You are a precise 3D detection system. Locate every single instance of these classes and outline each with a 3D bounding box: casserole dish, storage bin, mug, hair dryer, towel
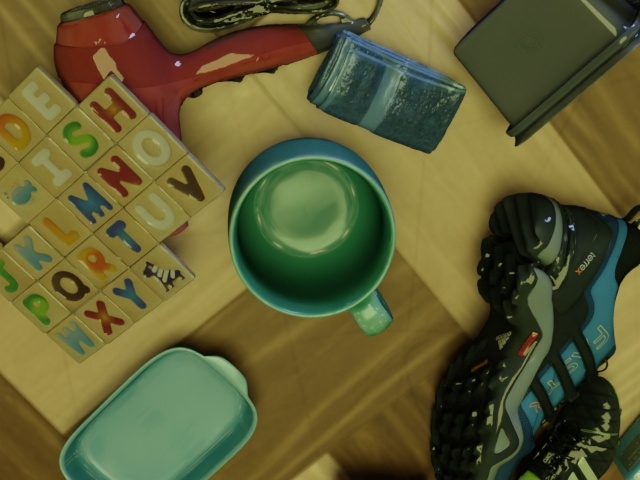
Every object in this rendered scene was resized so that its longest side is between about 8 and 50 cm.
[{"bbox_3d":[-0.140,0.166,0.937,0.188,0.037,0.114,-43,105,10],"label":"casserole dish"},{"bbox_3d":[0.175,-0.157,0.828,0.091,0.098,0.135,46,125,-5],"label":"storage bin"},{"bbox_3d":[-0.009,-0.004,0.860,0.129,0.097,0.158,-3,109,-4],"label":"mug"},{"bbox_3d":[-0.090,-0.134,0.826,0.223,0.080,0.294,22,105,-10],"label":"hair dryer"},{"bbox_3d":[0.053,-0.116,0.854,0.119,0.029,0.067,20,107,-22],"label":"towel"}]

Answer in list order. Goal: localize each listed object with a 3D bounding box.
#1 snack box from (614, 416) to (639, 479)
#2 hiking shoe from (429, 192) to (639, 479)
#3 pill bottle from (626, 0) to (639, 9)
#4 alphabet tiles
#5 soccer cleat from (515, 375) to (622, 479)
[{"bbox_3d":[0.447,0.216,0.975,0.322,0.060,0.187,33,103,-12],"label":"snack box"},{"bbox_3d":[0.185,0.112,0.902,0.132,0.113,0.304,7,114,-17],"label":"hiking shoe"},{"bbox_3d":[0.245,-0.225,0.825,0.120,0.067,0.067,43,100,-14],"label":"pill bottle"},{"bbox_3d":[-0.192,-0.020,0.843,0.237,0.009,0.198,-35,107,32],"label":"alphabet tiles"},{"bbox_3d":[0.211,0.202,0.950,0.072,0.060,0.179,6,110,-37],"label":"soccer cleat"}]
